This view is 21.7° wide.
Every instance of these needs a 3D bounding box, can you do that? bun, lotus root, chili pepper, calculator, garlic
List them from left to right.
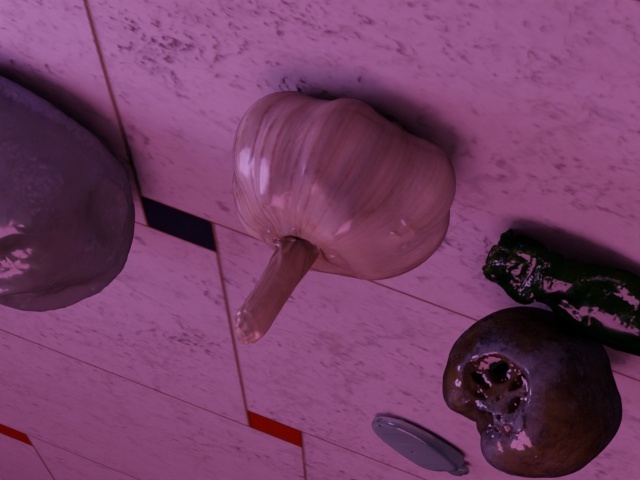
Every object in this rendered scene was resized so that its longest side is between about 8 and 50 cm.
[{"bbox_3d":[-0.356,-0.044,1.674,0.354,0.194,0.354,21,161,8],"label":"bun"},{"bbox_3d":[0.000,0.000,1.365,0.199,0.226,0.199,22,154,11],"label":"garlic"},{"bbox_3d":[0.131,0.266,2.142,0.153,0.021,0.095,38,156,-24],"label":"calculator"},{"bbox_3d":[0.217,0.141,1.575,0.158,0.140,0.322,51,-168,18],"label":"lotus root"},{"bbox_3d":[0.251,0.057,1.462,0.224,0.061,0.098,27,152,-3],"label":"chili pepper"}]
